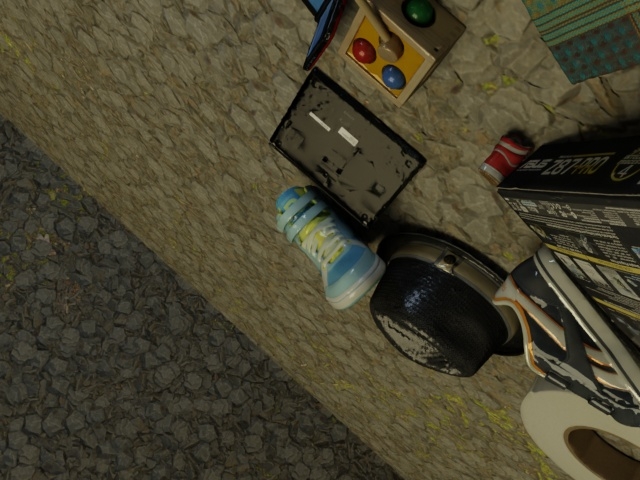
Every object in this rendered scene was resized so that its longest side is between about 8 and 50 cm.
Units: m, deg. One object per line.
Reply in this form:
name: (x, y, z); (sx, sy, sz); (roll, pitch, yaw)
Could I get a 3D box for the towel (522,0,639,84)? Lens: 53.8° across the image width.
towel: (0.235, -0.317, 0.517); (0.370, 0.040, 0.271); (50, 154, -19)

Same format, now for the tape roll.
tape roll: (0.550, 0.374, 1.130); (0.392, 0.072, 0.392); (33, 154, 18)

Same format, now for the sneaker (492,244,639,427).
sneaker: (0.377, 0.164, 0.888); (0.127, 0.126, 0.321); (-42, 75, 26)

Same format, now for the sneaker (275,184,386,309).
sneaker: (0.000, 0.000, 1.153); (0.208, 0.127, 0.319); (47, -178, -11)

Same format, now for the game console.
game console: (-0.019, -0.308, 0.821); (0.085, 0.124, 0.144); (20, 174, -11)

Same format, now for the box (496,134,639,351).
box: (0.376, 0.037, 0.637); (0.318, 0.097, 0.395); (47, 180, -7)

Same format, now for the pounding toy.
pounding toy: (0.086, -0.250, 0.767); (0.130, 0.100, 0.141); (42, 155, 1)

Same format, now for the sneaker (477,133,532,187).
sneaker: (0.254, -0.100, 0.843); (0.042, 0.067, 0.118); (37, -172, 29)

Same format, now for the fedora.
fedora: (0.211, 0.140, 1.154); (0.334, 0.152, 0.334); (34, 155, 19)

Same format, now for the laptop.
laptop: (0.042, -0.145, 1.110); (0.234, 0.136, 0.264); (40, 130, 3)
